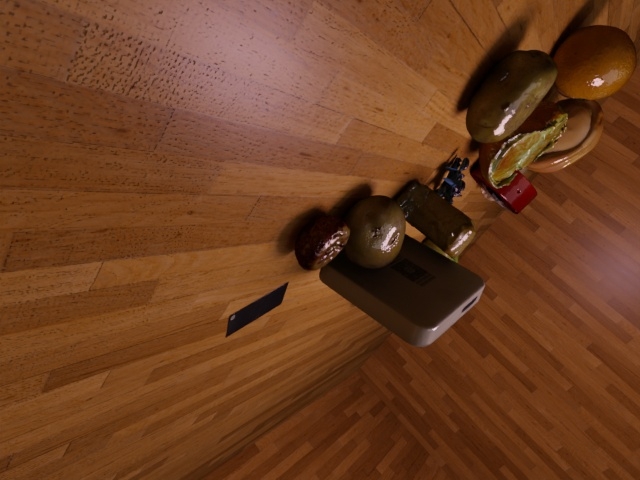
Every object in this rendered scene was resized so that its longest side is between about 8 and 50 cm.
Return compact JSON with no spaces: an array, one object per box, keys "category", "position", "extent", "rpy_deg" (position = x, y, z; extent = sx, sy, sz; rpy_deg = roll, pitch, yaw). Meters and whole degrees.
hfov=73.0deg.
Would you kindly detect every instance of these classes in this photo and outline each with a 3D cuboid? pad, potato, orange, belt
[{"category":"pad","position":[-0.166,0.183,1.146],"extent":[0.193,0.004,0.116],"rpy_deg":[-29,155,-36]},{"category":"potato","position":[0.470,-0.362,1.090],"extent":[0.197,0.149,0.228],"rpy_deg":[-44,165,-39]},{"category":"orange","position":[0.642,-0.321,1.417],"extent":[0.335,0.196,0.262],"rpy_deg":[-40,144,-22]},{"category":"potato","position":[0.142,-0.012,1.126],"extent":[0.174,0.159,0.251],"rpy_deg":[-23,155,2]},{"category":"orange","position":[0.822,-0.533,1.307],"extent":[0.236,0.236,0.236],"rpy_deg":[-37,158,-18]},{"category":"belt","position":[0.716,-0.211,1.681],"extent":[0.115,0.227,0.324],"rpy_deg":[-48,140,14]}]

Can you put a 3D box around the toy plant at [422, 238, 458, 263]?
[{"category":"toy plant","position":[0.443,0.103,1.893],"extent":[0.316,0.184,0.224],"rpy_deg":[-19,167,-29]}]

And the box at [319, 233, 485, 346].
[{"category":"box","position":[0.233,0.112,1.240],"extent":[0.367,0.373,0.090],"rpy_deg":[-21,134,-44]}]

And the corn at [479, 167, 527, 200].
[{"category":"corn","position":[0.825,-0.301,1.872],"extent":[0.305,0.123,0.122],"rpy_deg":[-44,-159,1]}]

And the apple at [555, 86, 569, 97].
[{"category":"apple","position":[0.883,-0.561,1.484],"extent":[0.131,0.146,0.146],"rpy_deg":[-41,159,-8]}]

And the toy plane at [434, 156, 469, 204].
[{"category":"toy plane","position":[0.428,-0.175,1.442],"extent":[0.246,0.078,0.169],"rpy_deg":[84,19,-73]}]

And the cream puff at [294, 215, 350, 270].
[{"category":"cream puff","position":[0.000,0.000,0.999],"extent":[0.149,0.084,0.149],"rpy_deg":[-39,162,-15]}]

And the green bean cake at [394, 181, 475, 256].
[{"category":"green bean cake","position":[0.349,-0.062,1.309],"extent":[0.124,0.236,0.233],"rpy_deg":[-51,160,10]}]

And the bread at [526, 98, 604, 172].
[{"category":"bread","position":[0.887,-0.372,1.594],"extent":[0.316,0.211,0.270],"rpy_deg":[-41,-172,15]}]
